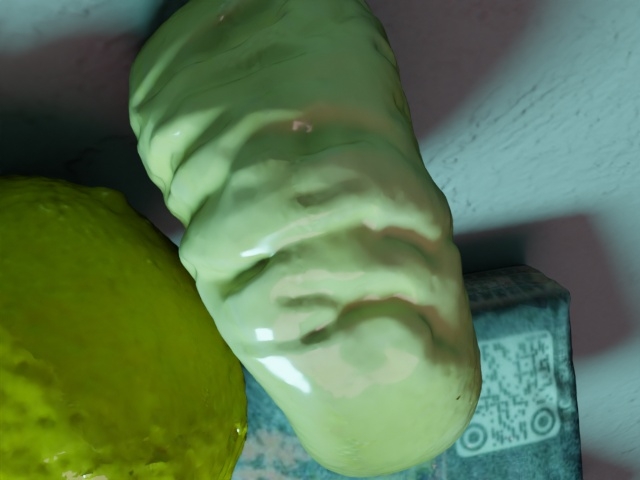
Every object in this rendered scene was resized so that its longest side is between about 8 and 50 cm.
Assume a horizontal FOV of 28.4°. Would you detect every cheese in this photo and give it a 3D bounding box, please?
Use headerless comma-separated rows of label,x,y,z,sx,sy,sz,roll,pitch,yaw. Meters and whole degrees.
cheese,0.000,0.000,0.562,0.117,0.214,0.226,-22,138,-1

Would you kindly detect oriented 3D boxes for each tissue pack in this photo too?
tissue pack,0.006,0.152,0.774,0.316,0.103,0.228,-10,103,-11

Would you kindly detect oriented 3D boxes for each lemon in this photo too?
lemon,-0.135,0.071,0.588,0.192,0.231,0.192,-29,165,-9
